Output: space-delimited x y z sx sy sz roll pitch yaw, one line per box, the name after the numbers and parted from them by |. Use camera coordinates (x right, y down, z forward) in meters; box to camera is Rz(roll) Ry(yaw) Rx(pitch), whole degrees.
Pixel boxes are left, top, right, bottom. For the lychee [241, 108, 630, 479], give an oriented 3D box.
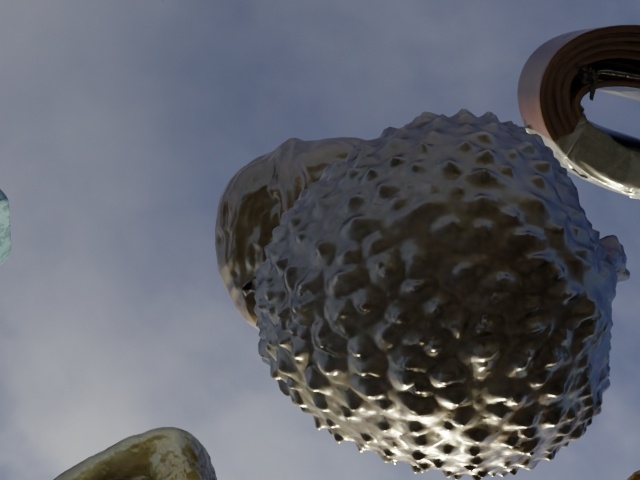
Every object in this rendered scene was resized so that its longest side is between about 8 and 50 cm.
0.095 0.047 0.841 0.300 0.300 0.299 -2 -78 -8 | lychee

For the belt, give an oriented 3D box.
0.354 -0.140 1.220 0.262 0.105 0.184 11 -83 -7 | belt

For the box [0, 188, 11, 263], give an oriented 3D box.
-0.511 -0.012 1.410 0.130 0.162 0.227 40 -127 19 | box

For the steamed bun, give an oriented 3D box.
-0.126 0.245 0.819 0.172 0.155 0.140 -33 -53 -18 | steamed bun

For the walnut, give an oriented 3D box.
0.002 -0.001 1.367 0.227 0.273 0.273 -3 -73 -50 | walnut

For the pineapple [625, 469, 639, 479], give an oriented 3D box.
0.335 0.205 0.871 0.221 0.047 0.221 -2 -43 -2 | pineapple
